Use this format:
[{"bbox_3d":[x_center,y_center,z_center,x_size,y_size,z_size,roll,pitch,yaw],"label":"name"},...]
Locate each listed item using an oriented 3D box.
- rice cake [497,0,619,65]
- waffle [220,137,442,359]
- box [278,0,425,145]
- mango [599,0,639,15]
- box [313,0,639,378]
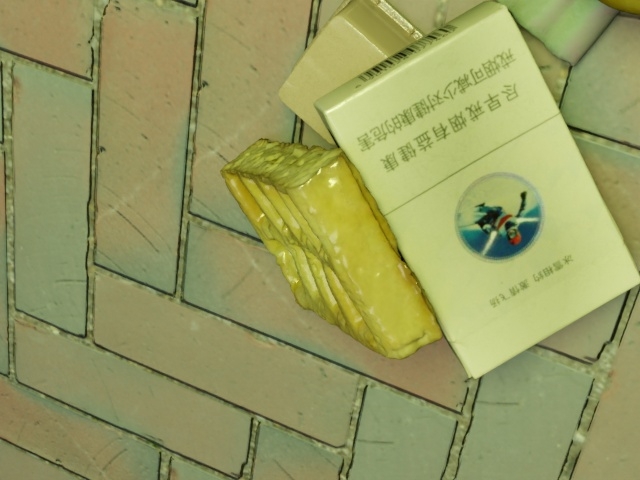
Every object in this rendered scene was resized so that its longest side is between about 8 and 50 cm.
[{"bbox_3d":[0.187,-0.254,0.820,0.189,0.037,0.198,45,127,-3],"label":"rice cake"},{"bbox_3d":[0.000,0.000,0.948,0.168,0.057,0.274,61,168,-16],"label":"waffle"},{"bbox_3d":[0.025,-0.144,0.952,0.089,0.062,0.122,42,127,0],"label":"box"},{"bbox_3d":[0.243,-0.258,0.694,0.156,0.114,0.251,34,127,16],"label":"mango"},{"bbox_3d":[0.128,-0.039,0.899,0.164,0.069,0.257,-30,106,1],"label":"box"}]
